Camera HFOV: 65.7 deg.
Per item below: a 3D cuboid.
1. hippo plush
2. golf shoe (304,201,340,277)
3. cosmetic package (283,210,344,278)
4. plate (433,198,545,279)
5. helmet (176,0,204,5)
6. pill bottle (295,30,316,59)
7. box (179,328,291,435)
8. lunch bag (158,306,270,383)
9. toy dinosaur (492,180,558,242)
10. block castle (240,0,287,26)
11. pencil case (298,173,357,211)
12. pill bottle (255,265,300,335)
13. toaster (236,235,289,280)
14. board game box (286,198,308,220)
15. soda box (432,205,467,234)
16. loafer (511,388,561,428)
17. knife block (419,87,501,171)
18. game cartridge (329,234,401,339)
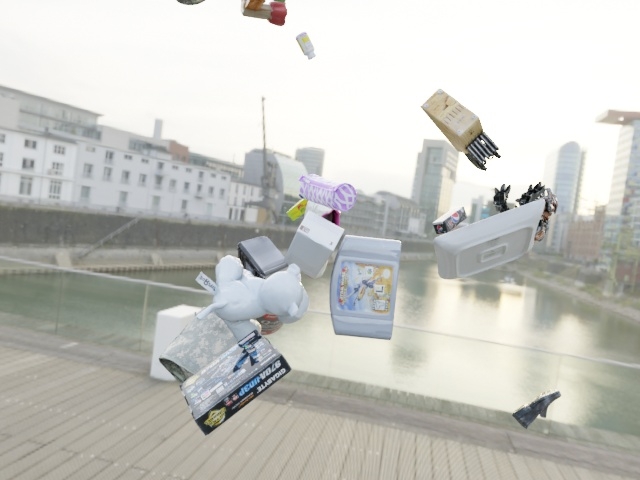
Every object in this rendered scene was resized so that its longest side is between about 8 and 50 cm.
[{"bbox_3d":[-0.157,0.127,1.325,0.236,0.234,0.294,-15,-32,10],"label":"hippo plush"},{"bbox_3d":[0.000,0.000,1.714,0.115,0.306,0.140,-5,21,-28],"label":"golf shoe"},{"bbox_3d":[-0.024,0.017,1.435,0.117,0.086,0.231,30,-29,-2],"label":"cosmetic package"},{"bbox_3d":[0.440,0.018,1.289,0.277,0.045,0.278,-20,-28,7],"label":"plate"},{"bbox_3d":[-0.430,-0.854,1.584,0.169,0.170,0.161,8,-5,9],"label":"helmet"},{"bbox_3d":[-0.046,-0.633,1.615,0.043,0.083,0.043,-27,8,4],"label":"pill bottle"},{"bbox_3d":[-0.192,0.303,1.092,0.220,0.051,0.175,-35,22,-18],"label":"box"},{"bbox_3d":[-0.351,0.378,1.635,0.287,0.235,0.169,29,-38,12],"label":"lunch bag"},{"bbox_3d":[0.656,-0.066,1.559,0.164,0.218,0.322,-14,31,37],"label":"toy dinosaur"},{"bbox_3d":[-0.103,-0.918,1.585,0.212,0.303,0.453,-3,0,-25],"label":"block castle"},{"bbox_3d":[0.017,-0.142,1.423,0.206,0.086,0.088,23,-24,53],"label":"pencil case"},{"bbox_3d":[-0.203,0.223,1.972,0.210,0.210,0.363,7,-32,-13],"label":"pill bottle"},{"bbox_3d":[-0.188,0.101,1.621,0.110,0.168,0.186,-23,51,-27],"label":"toaster"},{"bbox_3d":[-0.041,-0.149,1.859,0.181,0.043,0.092,-33,11,43],"label":"board game box"},{"bbox_3d":[0.539,-0.084,2.057,0.169,0.053,0.060,-32,13,-38],"label":"soda box"},{"bbox_3d":[0.684,0.524,1.547,0.062,0.170,0.061,-6,55,-54],"label":"loafer"},{"bbox_3d":[0.478,-0.357,1.669,0.276,0.088,0.242,50,6,32],"label":"knife block"},{"bbox_3d":[0.127,0.139,1.468,0.198,0.297,0.062,6,-1,-8],"label":"game cartridge"}]
